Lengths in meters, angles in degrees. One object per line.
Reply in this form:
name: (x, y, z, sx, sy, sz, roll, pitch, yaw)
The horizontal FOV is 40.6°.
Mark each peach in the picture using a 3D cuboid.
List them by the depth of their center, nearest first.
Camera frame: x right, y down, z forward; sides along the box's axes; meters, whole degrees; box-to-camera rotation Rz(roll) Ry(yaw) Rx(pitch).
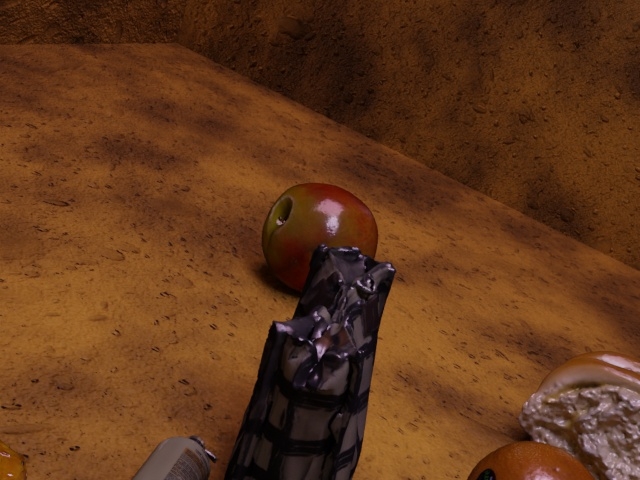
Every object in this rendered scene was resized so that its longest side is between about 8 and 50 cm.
peach: (0.000, 0.000, 1.718, 0.231, 0.231, 0.231, 17, 23, -7)

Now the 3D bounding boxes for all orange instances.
orange: (0.286, 0.370, 1.162, 0.206, 0.206, 0.206, 17, 23, -7)

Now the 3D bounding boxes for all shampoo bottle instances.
shampoo bottle: (-0.184, 0.294, 1.077, 0.079, 0.079, 0.162, 23, 22, 5)

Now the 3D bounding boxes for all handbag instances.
handbag: (-0.012, 0.206, 1.105, 0.162, 0.327, 0.325, 17, 21, 3)

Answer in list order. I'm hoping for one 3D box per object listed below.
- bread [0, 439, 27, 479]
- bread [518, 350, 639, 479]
bread: (-0.412, 0.272, 0.880, 0.236, 0.120, 0.198, 23, 24, 7)
bread: (0.534, 0.308, 1.487, 0.316, 0.211, 0.270, 36, 26, 27)
